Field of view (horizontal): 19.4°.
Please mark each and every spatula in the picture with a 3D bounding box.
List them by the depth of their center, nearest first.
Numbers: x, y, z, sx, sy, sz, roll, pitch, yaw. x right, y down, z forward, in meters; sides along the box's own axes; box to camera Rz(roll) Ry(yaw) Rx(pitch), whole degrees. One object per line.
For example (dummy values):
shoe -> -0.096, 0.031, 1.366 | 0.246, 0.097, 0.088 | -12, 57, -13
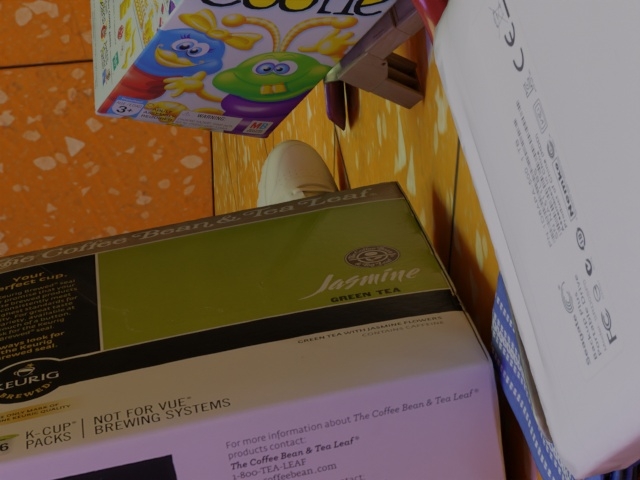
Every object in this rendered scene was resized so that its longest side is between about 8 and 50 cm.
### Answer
spatula -> 0.024, -0.153, 1.615 | 0.296, 0.030, 0.084 | 146, 121, -83

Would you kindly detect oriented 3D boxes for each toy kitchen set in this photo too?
toy kitchen set -> 0.058, -0.153, 1.330 | 0.083, 0.075, 0.068 | -38, 49, 32

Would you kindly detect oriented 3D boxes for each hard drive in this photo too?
hard drive -> 0.117, -0.053, 0.651 | 0.318, 0.040, 0.210 | 116, 141, -69

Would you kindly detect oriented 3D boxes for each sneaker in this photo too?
sneaker -> 0.000, 0.000, 1.790 | 0.095, 0.090, 0.235 | 122, 140, -58

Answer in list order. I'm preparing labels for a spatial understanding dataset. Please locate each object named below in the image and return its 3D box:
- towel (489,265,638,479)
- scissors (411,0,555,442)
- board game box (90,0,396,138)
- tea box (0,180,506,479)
towel -> 0.114, -0.017, 0.928 | 0.243, 0.040, 0.336 | -105, 12, -60
scissors -> 0.082, -0.048, 0.859 | 0.109, 0.021, 0.297 | 14, -126, -60
board game box -> -0.045, -0.200, 1.285 | 0.275, 0.142, 0.144 | -42, 47, 54
tea box -> -0.064, 0.137, 1.240 | 0.323, 0.329, 0.220 | -108, 7, -66
